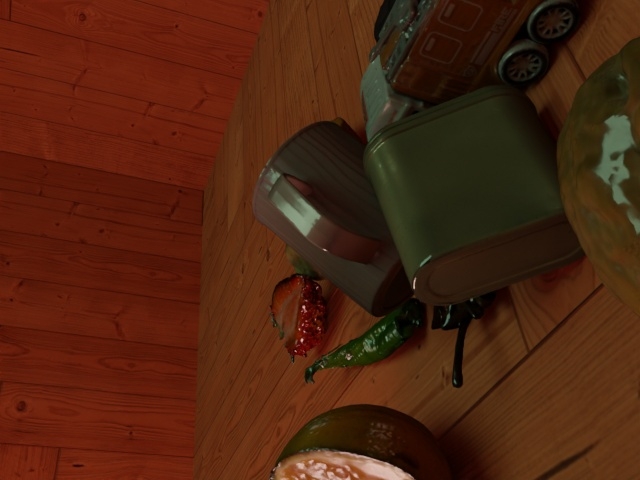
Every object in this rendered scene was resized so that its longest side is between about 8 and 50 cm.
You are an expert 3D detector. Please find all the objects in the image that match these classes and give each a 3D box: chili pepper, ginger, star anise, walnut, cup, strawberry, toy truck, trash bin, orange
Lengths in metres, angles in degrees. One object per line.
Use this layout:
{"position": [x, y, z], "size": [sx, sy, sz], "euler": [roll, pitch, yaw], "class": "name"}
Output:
{"position": [0.078, 0.200, 1.284], "size": [0.359, 0.076, 0.084], "euler": [-44, 20, 53], "class": "chili pepper"}
{"position": [0.000, 0.000, 1.517], "size": [0.152, 0.138, 0.267], "euler": [-49, -6, -23], "class": "ginger"}
{"position": [0.194, 0.082, 0.987], "size": [0.233, 0.073, 0.177], "euler": [-64, 17, -8], "class": "star anise"}
{"position": [0.305, -0.043, 0.529], "size": [0.225, 0.257, 0.257], "euler": [-27, 48, 27], "class": "walnut"}
{"position": [0.047, -0.048, 1.073], "size": [0.208, 0.273, 0.288], "euler": [-45, -23, -10], "class": "cup"}
{"position": [-0.044, 0.144, 1.578], "size": [0.174, 0.098, 0.228], "euler": [49, 141, 47], "class": "strawberry"}
{"position": [0.189, -0.280, 1.010], "size": [0.387, 0.207, 0.173], "euler": [120, 154, -45], "class": "toy truck"}
{"position": [0.194, -0.061, 0.877], "size": [0.121, 0.244, 0.247], "euler": [63, -171, -45], "class": "trash bin"}
{"position": [0.059, 0.358, 0.984], "size": [0.310, 0.275, 0.274], "euler": [86, -171, -74], "class": "orange"}

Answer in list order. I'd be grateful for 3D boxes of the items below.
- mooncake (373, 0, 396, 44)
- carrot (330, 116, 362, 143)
{"position": [0.186, -0.411, 1.206], "size": [0.283, 0.141, 0.282], "euler": [-167, 90, -73], "class": "mooncake"}
{"position": [-0.016, -0.156, 1.563], "size": [0.258, 0.100, 0.307], "euler": [-55, 7, -18], "class": "carrot"}
